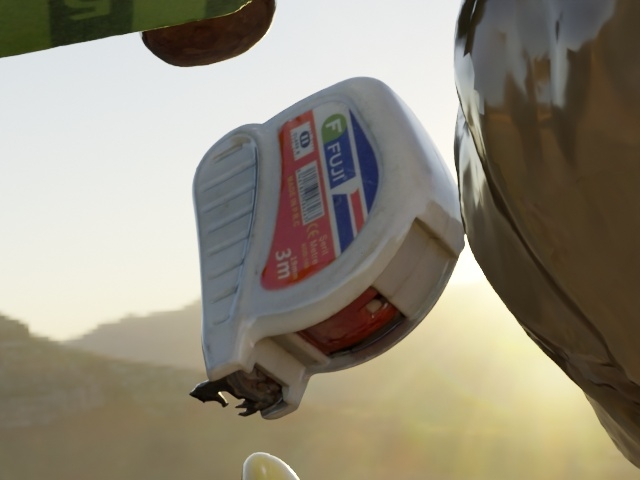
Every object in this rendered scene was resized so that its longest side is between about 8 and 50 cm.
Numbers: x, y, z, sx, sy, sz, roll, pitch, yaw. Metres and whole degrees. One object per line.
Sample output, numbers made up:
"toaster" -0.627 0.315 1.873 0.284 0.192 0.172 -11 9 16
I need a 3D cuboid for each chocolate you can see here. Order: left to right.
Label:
"chocolate" -0.135 -0.273 1.740 0.176 0.177 0.177 -4 -4 0

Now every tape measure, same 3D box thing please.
"tape measure" 0.000 0.000 1.326 0.265 0.258 0.130 -25 -43 20

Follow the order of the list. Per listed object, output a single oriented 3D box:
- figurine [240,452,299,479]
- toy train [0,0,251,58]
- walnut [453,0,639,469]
"figurine" -0.123 0.351 1.432 0.222 0.324 0.124 19 -21 15
"toy train" -0.142 -0.219 0.846 0.299 0.167 0.238 -12 -17 -13
"walnut" 0.226 -0.074 0.575 0.383 0.384 0.383 -4 -4 0
